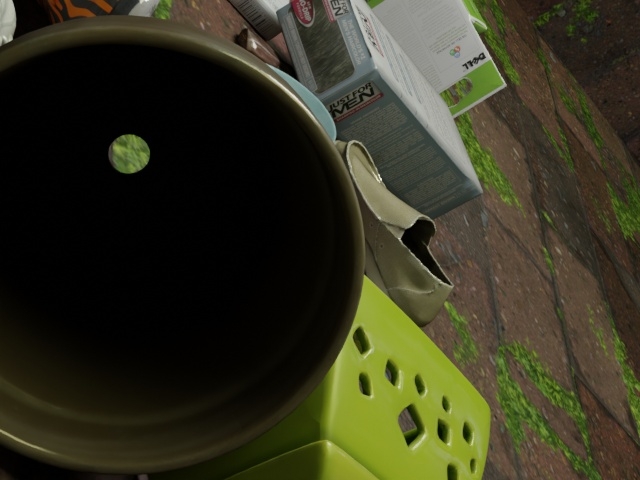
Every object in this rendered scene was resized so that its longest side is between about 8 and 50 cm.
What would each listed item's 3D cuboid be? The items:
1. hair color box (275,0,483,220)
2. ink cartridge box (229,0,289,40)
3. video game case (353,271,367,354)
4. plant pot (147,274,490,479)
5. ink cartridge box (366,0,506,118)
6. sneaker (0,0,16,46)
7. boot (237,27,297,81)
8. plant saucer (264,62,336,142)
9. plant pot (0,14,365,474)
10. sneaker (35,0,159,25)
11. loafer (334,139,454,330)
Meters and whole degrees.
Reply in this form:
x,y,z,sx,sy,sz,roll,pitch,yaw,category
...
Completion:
x,y,z,sx,sy,sz,roll,pitch,yaw,category
0.091,-0.192,1.823,0.374,0.113,0.185,42,25,-52,hair color box
-0.119,-0.415,1.814,0.206,0.045,0.208,44,30,-27,ink cartridge box
0.000,0.000,1.525,0.210,0.042,0.232,46,24,-26,video game case
-0.008,0.190,1.031,0.228,0.227,0.207,44,32,-31,plant pot
0.192,-0.319,2.161,0.255,0.188,0.097,64,21,12,ink cartridge box
-0.294,-0.184,1.041,0.118,0.110,0.292,59,4,-37,sneaker
-0.066,-0.228,1.699,0.114,0.037,0.106,44,15,-35,boot
-0.075,-0.154,1.525,0.195,0.037,0.195,22,33,-15,plant saucer
-0.149,-0.030,0.970,0.323,0.323,0.280,48,7,-21,plant pot
-0.257,-0.254,1.184,0.180,0.125,0.321,37,0,-24,sneaker
0.088,-0.016,1.548,0.102,0.092,0.268,16,46,-60,loafer
